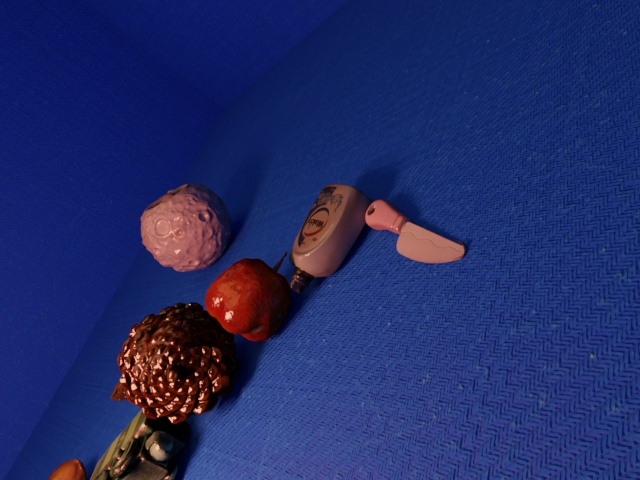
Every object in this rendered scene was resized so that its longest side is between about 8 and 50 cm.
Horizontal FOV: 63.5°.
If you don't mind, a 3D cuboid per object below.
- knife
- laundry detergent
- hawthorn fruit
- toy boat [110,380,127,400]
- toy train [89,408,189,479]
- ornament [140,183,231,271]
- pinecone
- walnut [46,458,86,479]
[{"bbox_3d":[0.176,-0.013,1.055,0.081,0.043,0.336,-58,27,6],"label":"knife"},{"bbox_3d":[0.000,0.000,1.270,0.280,0.105,0.215,-59,25,-7],"label":"laundry detergent"},{"bbox_3d":[-0.153,0.123,1.282,0.243,0.207,0.207,-51,24,-10],"label":"hawthorn fruit"},{"bbox_3d":[-0.703,0.536,1.883,0.200,0.057,0.077,-38,35,31],"label":"toy boat"},{"bbox_3d":[-0.463,0.573,1.311,0.299,0.167,0.238,-47,16,12],"label":"toy train"},{"bbox_3d":[-0.495,-0.043,1.946,0.337,0.337,0.337,-40,28,27],"label":"ornament"},{"bbox_3d":[-0.355,0.307,1.321,0.296,0.298,0.242,-93,7,-65],"label":"pinecone"},{"bbox_3d":[-0.849,0.833,1.680,0.137,0.137,0.245,-3,56,59],"label":"walnut"}]
